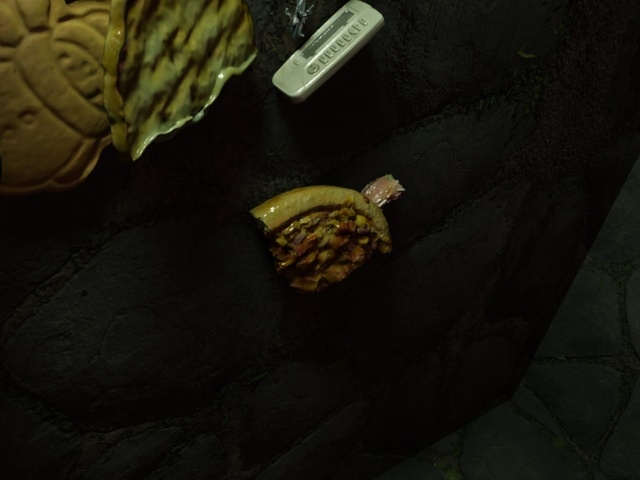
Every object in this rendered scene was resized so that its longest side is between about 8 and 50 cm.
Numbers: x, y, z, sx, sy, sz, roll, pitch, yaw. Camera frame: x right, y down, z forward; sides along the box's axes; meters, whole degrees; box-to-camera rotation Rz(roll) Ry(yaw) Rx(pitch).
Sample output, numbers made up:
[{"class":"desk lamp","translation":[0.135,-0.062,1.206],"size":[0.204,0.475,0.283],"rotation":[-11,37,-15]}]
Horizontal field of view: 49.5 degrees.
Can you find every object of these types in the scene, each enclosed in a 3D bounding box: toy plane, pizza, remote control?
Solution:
[{"class":"toy plane","translation":[-0.038,-0.397,1.236],"size":[0.079,0.031,0.083],"rotation":[-31,140,-45]},{"class":"pizza","translation":[0.000,0.000,1.558],"size":[0.409,0.114,0.277],"rotation":[20,111,-42]},{"class":"remote control","translation":[0.014,-0.347,1.287],"size":[0.230,0.090,0.049],"rotation":[-45,146,-4]}]

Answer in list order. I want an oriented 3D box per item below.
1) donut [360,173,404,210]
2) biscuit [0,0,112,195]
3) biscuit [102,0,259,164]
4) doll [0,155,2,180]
[{"class":"donut","translation":[0.133,-0.077,1.687],"size":[0.117,0.065,0.166],"rotation":[-20,135,-32]},{"class":"biscuit","translation":[-0.399,-0.222,0.987],"size":[0.351,0.057,0.312],"rotation":[-51,146,2]},{"class":"biscuit","translation":[-0.210,-0.283,1.068],"size":[0.335,0.078,0.329],"rotation":[-18,129,-59]},{"class":"doll","translation":[-0.529,-0.079,0.838],"size":[0.322,0.186,0.198],"rotation":[-14,105,9]}]
